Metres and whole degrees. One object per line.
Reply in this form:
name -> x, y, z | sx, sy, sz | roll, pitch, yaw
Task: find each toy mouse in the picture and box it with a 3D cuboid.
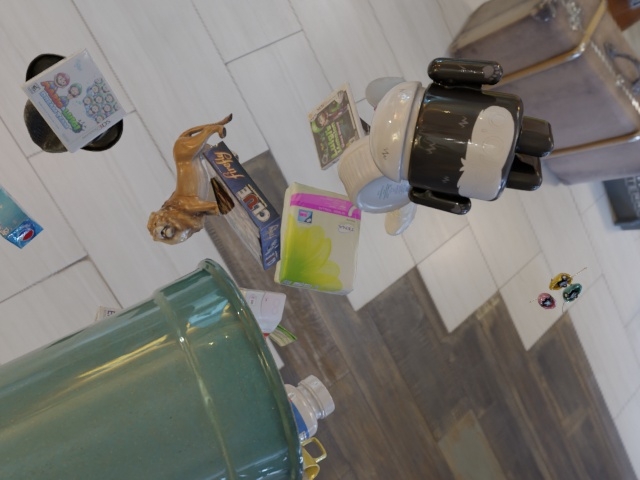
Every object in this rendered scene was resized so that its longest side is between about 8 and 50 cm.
toy mouse -> 0.627, 0.141, 1.374 | 0.161, 0.031, 0.143 | -28, 130, 7

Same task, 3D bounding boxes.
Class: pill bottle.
pill bottle -> -0.085, 0.378, 1.083 | 0.221, 0.124, 0.124 | -30, 102, -26

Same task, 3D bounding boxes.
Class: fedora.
fedora -> -0.726, -0.348, 1.465 | 0.334, 0.334, 0.153 | 43, 46, -21

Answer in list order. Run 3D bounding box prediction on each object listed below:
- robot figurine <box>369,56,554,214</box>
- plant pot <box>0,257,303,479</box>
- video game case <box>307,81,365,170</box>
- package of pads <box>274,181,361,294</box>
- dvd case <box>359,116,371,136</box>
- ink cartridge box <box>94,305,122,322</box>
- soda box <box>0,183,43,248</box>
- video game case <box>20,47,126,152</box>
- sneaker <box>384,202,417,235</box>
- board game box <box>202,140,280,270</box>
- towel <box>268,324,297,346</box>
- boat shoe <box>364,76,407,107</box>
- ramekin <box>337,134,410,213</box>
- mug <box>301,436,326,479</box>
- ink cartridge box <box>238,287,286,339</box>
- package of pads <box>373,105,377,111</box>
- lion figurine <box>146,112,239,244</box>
robot figurine -> 0.218, -0.160, 0.836 | 0.278, 0.173, 0.209 | 13, 85, 14
plant pot -> -0.250, 0.237, 0.689 | 0.334, 0.341, 0.341 | -20, 97, -24
video game case -> 0.040, -0.321, 1.475 | 0.022, 0.173, 0.190 | 3, 66, -43
package of pads -> 0.000, 0.000, 1.517 | 0.229, 0.101, 0.297 | 12, 74, -20
dvd case -> 0.154, -0.423, 2.038 | 0.179, 0.029, 0.239 | 35, 31, -28
ink cartridge box -> -0.492, 0.349, 1.512 | 0.330, 0.324, 0.071 | 12, 126, -26
soda box -> -0.757, -0.077, 1.236 | 0.210, 0.067, 0.071 | 39, 75, 19
video game case -> -0.484, -0.277, 1.040 | 0.143, 0.019, 0.157 | -45, 138, -22
sneaker -> 0.235, -0.120, 1.493 | 0.094, 0.090, 0.235 | -9, 126, -57
board game box -> -0.134, -0.051, 0.934 | 0.042, 0.243, 0.165 | -35, 77, -14
towel -> -0.153, 0.334, 1.861 | 0.113, 0.152, 0.023 | 37, 64, -6
boat shoe -> 0.309, -0.411, 1.677 | 0.136, 0.367, 0.156 | -56, 147, -14
ramekin -> 0.151, -0.155, 1.262 | 0.207, 0.207, 0.109 | 6, 55, -29
mug -> -0.038, 0.353, 0.834 | 0.078, 0.064, 0.062 | 4, 121, -41
ink cartridge box -> -0.212, 0.277, 1.698 | 0.189, 0.066, 0.232 | 15, 82, -51
package of pads -> 0.181, -0.358, 1.411 | 0.032, 0.050, 0.083 | 62, 27, -1
lion figurine -> -0.371, -0.177, 1.508 | 0.142, 0.240, 0.392 | 11, 86, -72
